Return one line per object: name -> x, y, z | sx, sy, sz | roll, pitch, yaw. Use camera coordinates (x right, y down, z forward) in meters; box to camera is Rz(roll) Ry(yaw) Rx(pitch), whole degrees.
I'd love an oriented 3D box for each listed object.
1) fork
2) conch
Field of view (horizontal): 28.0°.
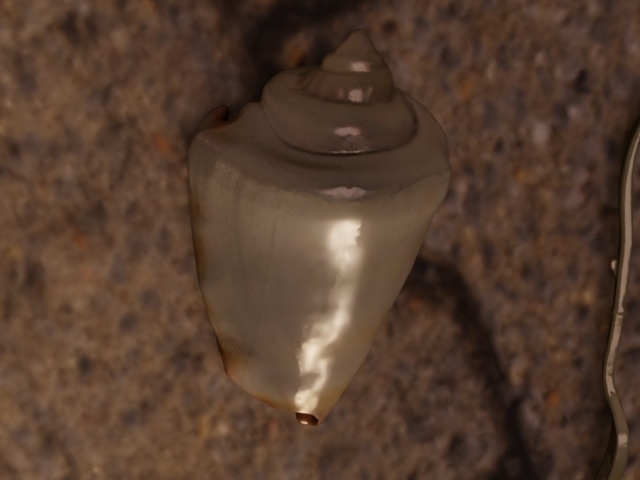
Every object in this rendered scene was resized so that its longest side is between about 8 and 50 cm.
fork -> 0.145, 0.034, 0.611 | 0.028, 0.034, 0.219 | 11, 99, 15
conch -> -0.004, -0.007, 0.562 | 0.104, 0.094, 0.176 | -2, 130, -23
